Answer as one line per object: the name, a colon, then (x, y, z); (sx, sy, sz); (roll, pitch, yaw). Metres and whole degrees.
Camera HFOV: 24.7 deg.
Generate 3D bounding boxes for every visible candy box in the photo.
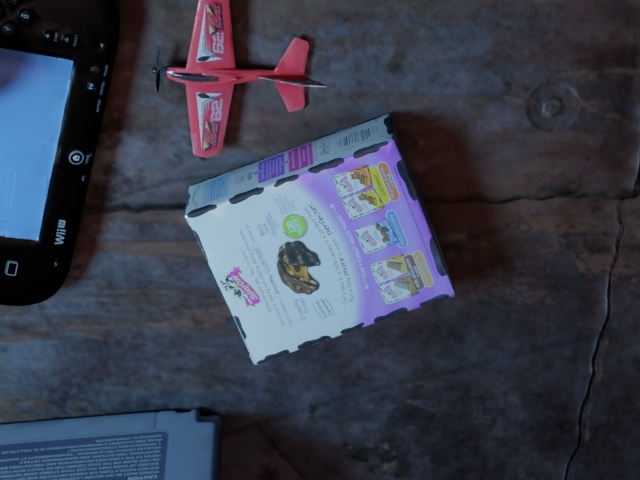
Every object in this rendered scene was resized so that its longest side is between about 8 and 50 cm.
candy box: (0.000, 0.000, 1.308); (0.196, 0.070, 0.164); (-19, 115, 7)

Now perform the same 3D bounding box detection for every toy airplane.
toy airplane: (-0.070, -0.144, 1.258); (0.151, 0.028, 0.151); (-1, 118, -1)

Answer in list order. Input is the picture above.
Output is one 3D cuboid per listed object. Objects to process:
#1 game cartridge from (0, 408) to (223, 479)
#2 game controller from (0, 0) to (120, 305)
game cartridge: (-0.239, 0.239, 1.349); (0.294, 0.196, 0.060); (-5, 115, 1)
game controller: (-0.277, -0.088, 1.260); (0.166, 0.067, 0.319); (13, 116, -8)
